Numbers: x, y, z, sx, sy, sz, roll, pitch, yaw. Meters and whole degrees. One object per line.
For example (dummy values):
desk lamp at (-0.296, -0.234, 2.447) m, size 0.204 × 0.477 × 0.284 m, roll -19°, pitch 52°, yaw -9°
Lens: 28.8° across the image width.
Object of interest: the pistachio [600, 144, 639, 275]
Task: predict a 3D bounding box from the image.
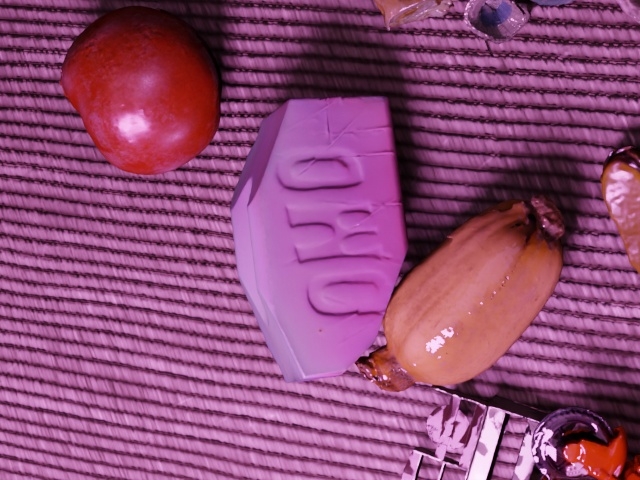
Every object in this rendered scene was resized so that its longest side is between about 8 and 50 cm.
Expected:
pistachio at (0.382, -0.030, 1.419) m, size 0.089 × 0.049 × 0.173 m, roll -23°, pitch 88°, yaw 44°

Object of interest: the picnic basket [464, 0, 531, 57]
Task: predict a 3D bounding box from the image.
picnic basket at (0.208, -0.260, 1.451) m, size 0.065 × 0.083 × 0.083 m, roll -49°, pitch 34°, yaw 31°

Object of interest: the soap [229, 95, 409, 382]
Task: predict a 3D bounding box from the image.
soap at (0.000, 0.000, 1.465) m, size 0.193 × 0.109 × 0.324 m, roll -4°, pitch 83°, yaw -19°

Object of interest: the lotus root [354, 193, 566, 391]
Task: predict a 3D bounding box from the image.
lotus root at (0.174, 0.068, 1.462) m, size 0.303 × 0.131 × 0.146 m, roll -47°, pitch 46°, yaw 16°

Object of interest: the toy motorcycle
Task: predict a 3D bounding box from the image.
toy motorcycle at (0.314, 0.358, 1.418) m, size 0.221 × 0.148 × 0.325 m, roll 17°, pitch 102°, yaw 5°

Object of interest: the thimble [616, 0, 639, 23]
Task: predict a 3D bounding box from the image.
thimble at (0.378, -0.289, 1.379) m, size 0.102 × 0.090 × 0.115 m, roll -10°, pitch 93°, yaw 25°

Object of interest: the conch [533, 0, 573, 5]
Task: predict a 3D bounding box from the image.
conch at (0.215, -0.398, 1.397) m, size 0.277 × 0.195 × 0.220 m, roll 17°, pitch 112°, yaw -13°

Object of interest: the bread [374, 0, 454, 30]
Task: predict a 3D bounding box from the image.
bread at (0.077, -0.387, 1.486) m, size 0.098 × 0.087 × 0.269 m, roll -23°, pitch 85°, yaw 24°

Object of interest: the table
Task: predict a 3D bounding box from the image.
table at (0.200, 0.265, 1.505) m, size 0.175 × 0.062 × 0.146 m, roll 18°, pitch 100°, yaw 17°

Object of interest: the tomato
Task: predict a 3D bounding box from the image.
tomato at (-0.214, -0.189, 1.553) m, size 0.184 × 0.208 × 0.208 m, roll -34°, pitch 82°, yaw -3°
